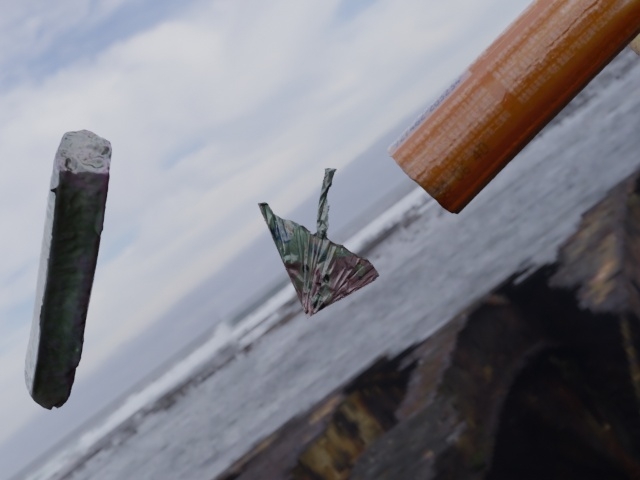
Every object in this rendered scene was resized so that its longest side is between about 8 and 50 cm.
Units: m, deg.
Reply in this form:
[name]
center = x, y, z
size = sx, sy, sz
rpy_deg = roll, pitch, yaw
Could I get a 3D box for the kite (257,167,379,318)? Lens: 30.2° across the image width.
[kite]
center = 0.000, 0.000, 1.016
size = 0.011, 0.139, 0.156
rpy_deg = -25, 46, 43

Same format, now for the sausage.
[sausage]
center = 0.200, -0.162, 1.061
size = 0.312, 0.093, 0.093
rpy_deg = -46, -2, 11

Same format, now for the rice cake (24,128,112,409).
[rice cake]
center = -0.156, 0.025, 0.723
size = 0.047, 0.036, 0.206
rpy_deg = -92, 15, -52

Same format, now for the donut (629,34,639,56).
[donut]
center = 0.407, -0.258, 1.249
size = 0.184, 0.166, 0.073
rpy_deg = 0, -32, -4
